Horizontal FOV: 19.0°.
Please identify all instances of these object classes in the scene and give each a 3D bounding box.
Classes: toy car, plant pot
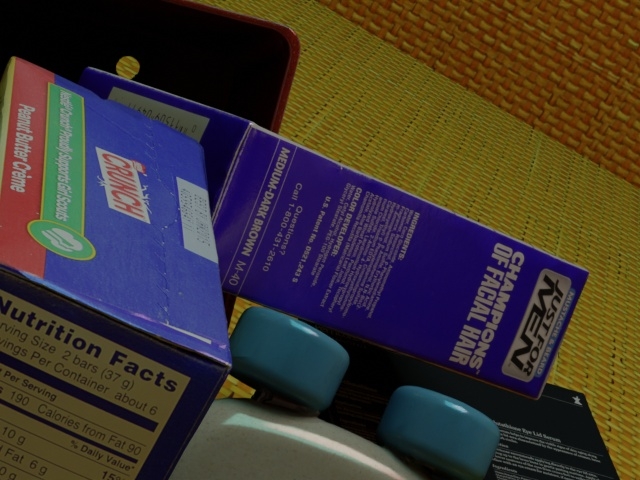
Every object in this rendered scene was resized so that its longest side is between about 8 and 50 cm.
[{"bbox_3d":[-0.032,0.181,1.215,0.210,0.219,0.238,27,-11,-10],"label":"toy car"},{"bbox_3d":[-0.171,-0.072,1.470,0.267,0.267,0.236,15,9,-2],"label":"plant pot"}]

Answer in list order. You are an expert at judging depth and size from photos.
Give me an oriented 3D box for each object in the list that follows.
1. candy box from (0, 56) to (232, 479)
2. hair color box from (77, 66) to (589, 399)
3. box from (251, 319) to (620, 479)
[{"bbox_3d":[-0.166,0.106,0.908,0.122,0.317,0.268,26,17,-15],"label":"candy box"},{"bbox_3d":[0.000,0.000,1.278,0.338,0.110,0.185,19,2,-42],"label":"hair color box"},{"bbox_3d":[0.094,0.176,1.430,0.261,0.103,0.184,17,34,-23],"label":"box"}]
